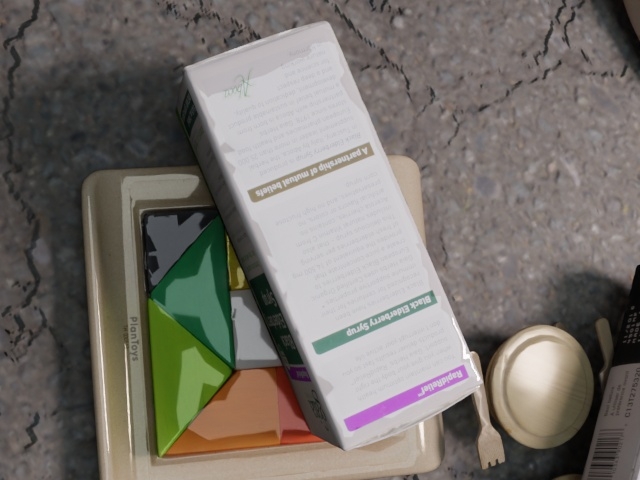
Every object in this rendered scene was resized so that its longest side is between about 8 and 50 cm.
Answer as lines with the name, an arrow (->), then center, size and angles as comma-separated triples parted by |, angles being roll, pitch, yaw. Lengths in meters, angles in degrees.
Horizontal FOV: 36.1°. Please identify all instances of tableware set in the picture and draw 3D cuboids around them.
tableware set -> 0.161, 0.156, 0.698 | 0.128, 0.039, 0.194 | -10, 90, -23

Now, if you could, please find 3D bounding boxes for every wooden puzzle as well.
wooden puzzle -> -0.032, 0.055, 0.655 | 0.238, 0.044, 0.221 | -4, 85, -15

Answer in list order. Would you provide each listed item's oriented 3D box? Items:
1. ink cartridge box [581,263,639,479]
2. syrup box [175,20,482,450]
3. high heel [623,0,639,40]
ink cartridge box -> 0.370, 0.166, 0.719 | 0.371, 0.069, 0.176 | 26, 70, -14
syrup box -> 0.000, 0.000, 0.600 | 0.096, 0.093, 0.237 | -22, 88, -12
high heel -> 0.396, -0.136, 0.777 | 0.377, 0.127, 0.181 | 44, 47, -3
